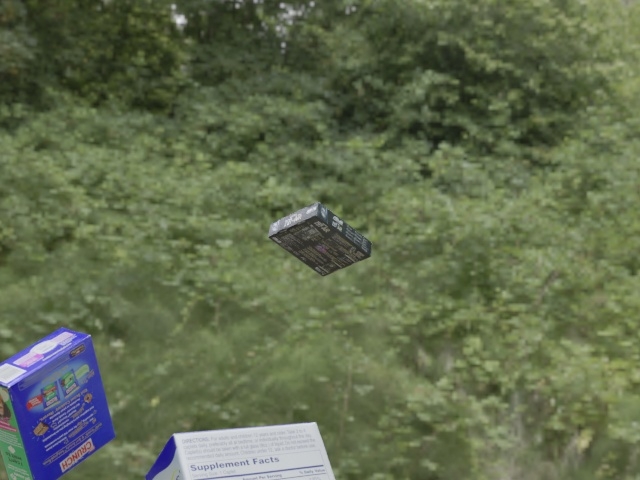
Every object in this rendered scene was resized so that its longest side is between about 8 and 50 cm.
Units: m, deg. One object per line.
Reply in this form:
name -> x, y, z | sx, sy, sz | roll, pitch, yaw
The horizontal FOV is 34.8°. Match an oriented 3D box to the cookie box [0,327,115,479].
cookie box -> -0.229, 0.143, 0.866 | 0.040, 0.107, 0.092 | 11, 30, 35

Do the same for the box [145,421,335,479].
box -> -0.052, 0.217, 0.776 | 0.126, 0.137, 0.072 | 2, -38, -31

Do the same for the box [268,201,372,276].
box -> 0.000, 0.000, 1.019 | 0.067, 0.018, 0.083 | -25, -47, 37
